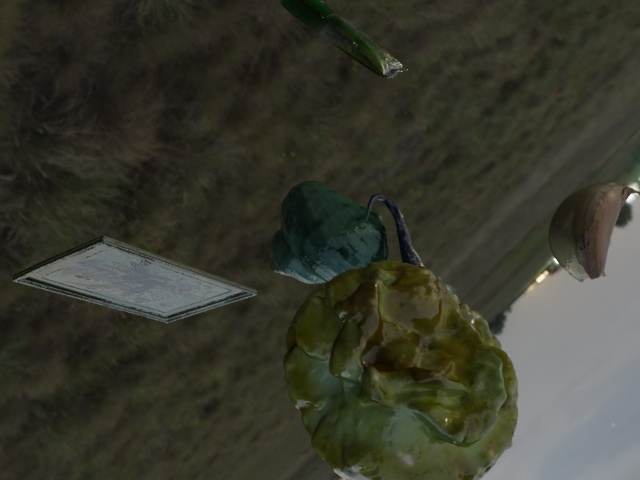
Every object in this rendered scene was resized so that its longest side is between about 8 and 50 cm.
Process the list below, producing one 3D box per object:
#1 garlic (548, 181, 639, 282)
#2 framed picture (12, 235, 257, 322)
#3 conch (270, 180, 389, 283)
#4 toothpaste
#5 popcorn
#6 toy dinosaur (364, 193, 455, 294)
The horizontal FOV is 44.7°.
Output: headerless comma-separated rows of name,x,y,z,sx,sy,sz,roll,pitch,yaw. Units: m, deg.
garlic,0.485,-0.039,1.407,0.206,0.128,0.115,-59,149,-10
framed picture,-0.213,0.052,0.918,0.173,0.010,0.231,-20,151,36
conch,-0.003,0.001,1.198,0.134,0.196,0.202,4,153,-22
toothpaste,0.023,-0.324,1.179,0.078,0.248,0.047,-35,161,-55
popcorn,0.073,0.125,0.710,0.204,0.221,0.183,-21,152,-41
toy dinosaur,0.156,0.099,1.072,0.076,0.363,0.147,-24,149,8
